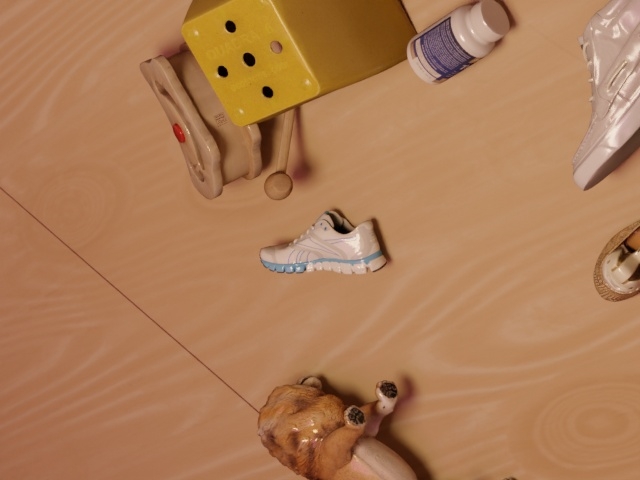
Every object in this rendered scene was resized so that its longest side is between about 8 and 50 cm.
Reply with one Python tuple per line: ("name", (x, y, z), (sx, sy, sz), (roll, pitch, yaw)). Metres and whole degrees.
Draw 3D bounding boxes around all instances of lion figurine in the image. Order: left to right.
("lion figurine", (0.088, 0.330, 2.146), (0.392, 0.142, 0.240), (45, 139, 4))

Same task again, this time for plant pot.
("plant pot", (-0.042, -0.255, 1.877), (0.212, 0.187, 0.212), (-19, 108, 38))

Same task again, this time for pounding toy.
("pounding toy", (-0.117, -0.160, 2.090), (0.269, 0.155, 0.154), (60, 162, 9))

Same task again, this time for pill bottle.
("pill bottle", (0.166, -0.239, 1.832), (0.120, 0.067, 0.067), (-29, 94, 43))

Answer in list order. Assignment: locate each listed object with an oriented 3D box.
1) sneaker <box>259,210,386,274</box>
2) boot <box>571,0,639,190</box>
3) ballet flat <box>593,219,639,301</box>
("sneaker", (0.000, 0.000, 2.093), (0.190, 0.071, 0.083), (-2, 105, 29))
("boot", (0.335, -0.184, 1.727), (0.123, 0.095, 0.258), (45, 124, 17))
("ballet flat", (0.376, 0.012, 1.802), (0.073, 0.067, 0.206), (44, 132, 9))
